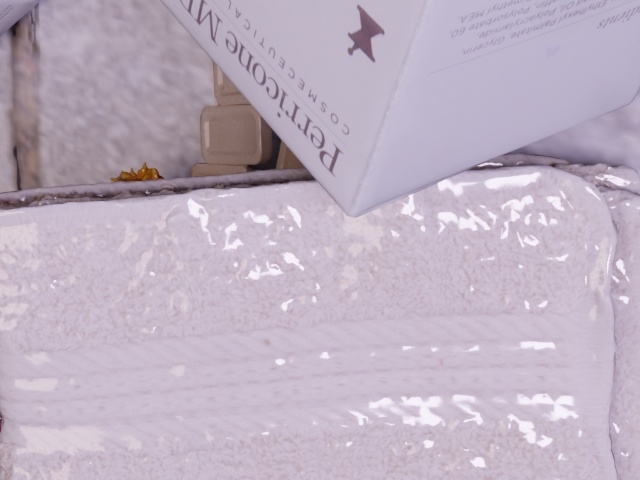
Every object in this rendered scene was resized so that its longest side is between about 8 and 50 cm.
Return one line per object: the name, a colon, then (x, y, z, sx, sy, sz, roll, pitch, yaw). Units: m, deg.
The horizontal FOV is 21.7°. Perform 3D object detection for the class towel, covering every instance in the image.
towel: (-0.002, 0.062, 0.692, 0.282, 0.049, 0.187, -5, 105, 5)

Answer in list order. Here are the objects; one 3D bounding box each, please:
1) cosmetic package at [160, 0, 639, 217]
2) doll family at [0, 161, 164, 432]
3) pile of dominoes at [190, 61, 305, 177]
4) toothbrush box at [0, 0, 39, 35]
cosmetic package: (0.045, -0.137, 0.596, 0.151, 0.151, 0.183, 50, 144, 26)
doll family: (-0.144, 0.033, 0.854, 0.118, 0.163, 0.263, 54, 148, -11)
pile of dominoes: (0.000, 0.000, 0.800, 0.196, 0.040, 0.251, 40, 125, 47)
toothbrush box: (-0.302, -0.229, 0.974, 0.216, 0.126, 0.295, -26, 82, 48)
